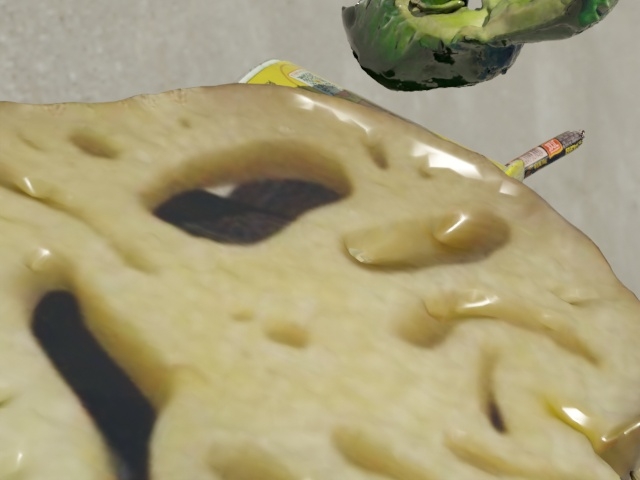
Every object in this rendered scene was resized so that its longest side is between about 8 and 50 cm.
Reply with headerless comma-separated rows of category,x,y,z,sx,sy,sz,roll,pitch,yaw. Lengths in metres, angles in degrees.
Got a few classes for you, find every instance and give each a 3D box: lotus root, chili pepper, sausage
lotus root,-0.025,0.062,0.598,0.111,0.374,0.390,-61,177,35
chili pepper,0.136,-0.182,1.129,0.116,0.264,0.148,27,55,-38
sausage,0.210,-0.074,1.563,0.198,0.028,0.025,-30,128,-31

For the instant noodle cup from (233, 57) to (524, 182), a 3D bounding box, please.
instant noodle cup,0.000,0.000,1.381,0.326,0.254,0.325,-54,169,-15
